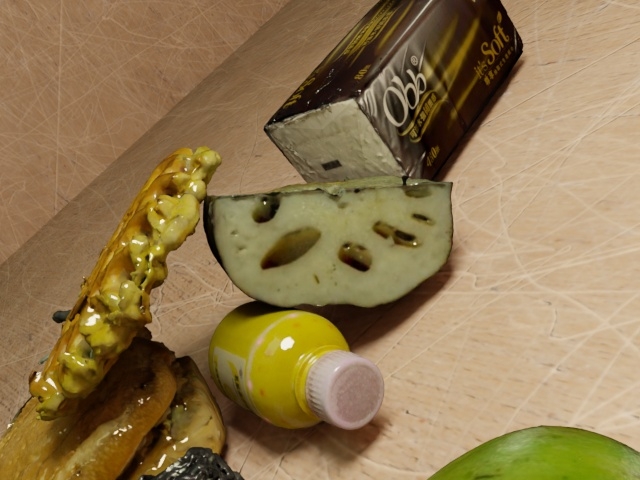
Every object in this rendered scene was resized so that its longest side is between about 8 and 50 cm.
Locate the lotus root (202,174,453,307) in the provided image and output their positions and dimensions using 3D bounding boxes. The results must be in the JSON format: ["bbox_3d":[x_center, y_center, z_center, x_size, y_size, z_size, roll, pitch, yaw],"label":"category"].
[{"bbox_3d":[-0.015,0.000,0.925,0.266,0.150,0.260,-4,4,-16],"label":"lotus root"}]

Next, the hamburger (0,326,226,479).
[{"bbox_3d":[-0.257,0.239,0.897,0.318,0.158,0.319,-30,25,16],"label":"hamburger"}]

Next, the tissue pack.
[{"bbox_3d":[0.117,-0.218,1.132,0.210,0.198,0.370,-5,40,48],"label":"tissue pack"}]

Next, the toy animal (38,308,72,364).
[{"bbox_3d":[-0.425,0.153,1.399,0.137,0.082,0.270,-11,35,49],"label":"toy animal"}]

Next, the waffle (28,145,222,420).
[{"bbox_3d":[-0.210,0.034,0.834,0.325,0.068,0.302,-56,15,12],"label":"waffle"}]

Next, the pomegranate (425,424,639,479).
[{"bbox_3d":[0.146,0.178,0.397,0.240,0.190,0.159,-27,1,28],"label":"pomegranate"}]

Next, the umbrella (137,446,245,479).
[{"bbox_3d":[-0.193,0.335,0.693,0.336,0.128,0.154,-45,8,0],"label":"umbrella"}]

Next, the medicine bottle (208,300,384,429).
[{"bbox_3d":[-0.022,0.133,0.791,0.122,0.122,0.212,-47,25,-19],"label":"medicine bottle"}]
